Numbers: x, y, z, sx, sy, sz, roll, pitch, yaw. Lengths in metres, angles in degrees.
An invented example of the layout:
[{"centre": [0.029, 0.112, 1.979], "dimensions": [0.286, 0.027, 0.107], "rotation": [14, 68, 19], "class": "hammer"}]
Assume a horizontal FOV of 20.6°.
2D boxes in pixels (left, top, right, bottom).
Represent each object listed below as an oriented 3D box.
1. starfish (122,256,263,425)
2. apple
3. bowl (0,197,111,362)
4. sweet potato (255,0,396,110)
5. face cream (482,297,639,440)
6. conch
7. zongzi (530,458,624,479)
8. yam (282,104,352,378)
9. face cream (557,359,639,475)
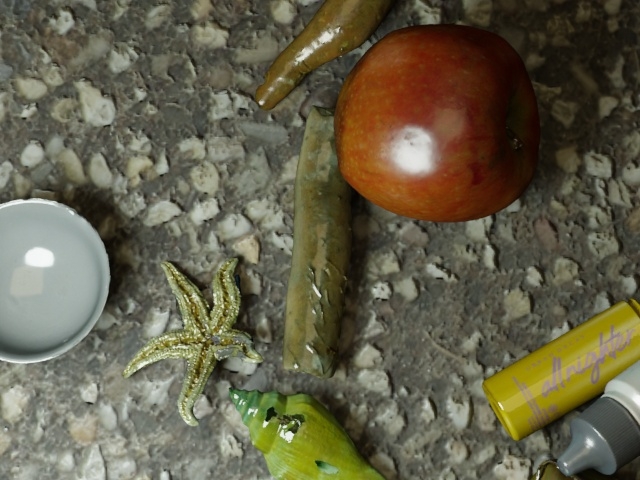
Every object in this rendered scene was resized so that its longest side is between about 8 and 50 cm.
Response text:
[{"centre": [-0.148, 0.113, 1.984], "dimensions": [0.176, 0.053, 0.208], "rotation": [-21, 51, 11], "class": "starfish"}, {"centre": [0.125, -0.128, 1.943], "dimensions": [0.230, 0.230, 0.230], "rotation": [-1, 77, 5], "class": "apple"}, {"centre": [-0.324, 0.052, 2.000], "dimensions": [0.189, 0.086, 0.189], "rotation": [-1, 77, 3], "class": "bowl"}, {"centre": [0.039, -0.293, 2.056], "dimensions": [0.108, 0.079, 0.346], "rotation": [21, 80, 38], "class": "sweet potato"}, {"centre": [0.312, 0.121, 1.933], "dimensions": [0.273, 0.078, 0.078], "rotation": [-29, 77, -2], "class": "face cream"}, {"centre": [-0.019, 0.226, 1.945], "dimensions": [0.095, 0.079, 0.201], "rotation": [-43, 84, 18], "class": "conch"}, {"centre": [0.300, 0.395, 1.844], "dimensions": [0.260, 0.123, 0.289], "rotation": [19, 75, 11], "class": "zongzi"}, {"centre": [0.000, 0.000, 1.993], "dimensions": [0.071, 0.067, 0.317], "rotation": [10, 78, -19], "class": "yam"}, {"centre": [0.370, 0.157, 1.870], "dimensions": [0.311, 0.092, 0.092], "rotation": [-31, 76, -21], "class": "face cream"}]
